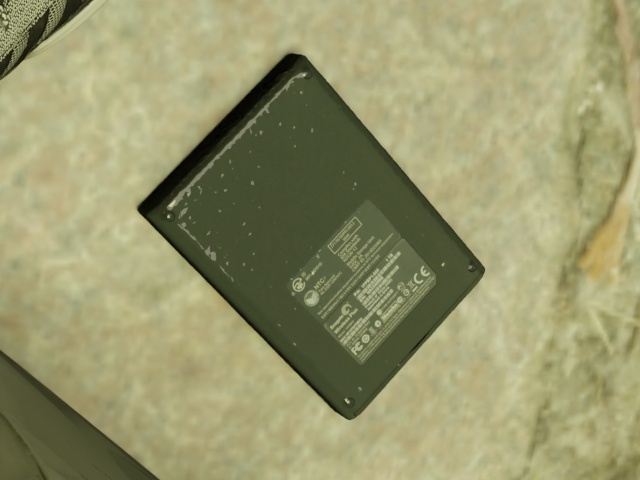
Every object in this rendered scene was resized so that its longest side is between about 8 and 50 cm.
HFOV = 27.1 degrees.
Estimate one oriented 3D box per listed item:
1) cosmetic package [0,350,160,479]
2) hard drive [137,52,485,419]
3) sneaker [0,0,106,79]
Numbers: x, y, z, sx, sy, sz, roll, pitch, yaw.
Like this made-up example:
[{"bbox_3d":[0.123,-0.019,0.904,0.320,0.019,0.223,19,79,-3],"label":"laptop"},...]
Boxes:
[{"bbox_3d":[-0.079,0.161,0.454,0.224,0.225,0.138,45,80,-24],"label":"cosmetic package"},{"bbox_3d":[0.000,0.000,0.572,0.094,0.022,0.135,-47,115,-10],"label":"hard drive"},{"bbox_3d":[-0.118,-0.086,0.428,0.268,0.153,0.101,-45,115,-11],"label":"sneaker"}]
